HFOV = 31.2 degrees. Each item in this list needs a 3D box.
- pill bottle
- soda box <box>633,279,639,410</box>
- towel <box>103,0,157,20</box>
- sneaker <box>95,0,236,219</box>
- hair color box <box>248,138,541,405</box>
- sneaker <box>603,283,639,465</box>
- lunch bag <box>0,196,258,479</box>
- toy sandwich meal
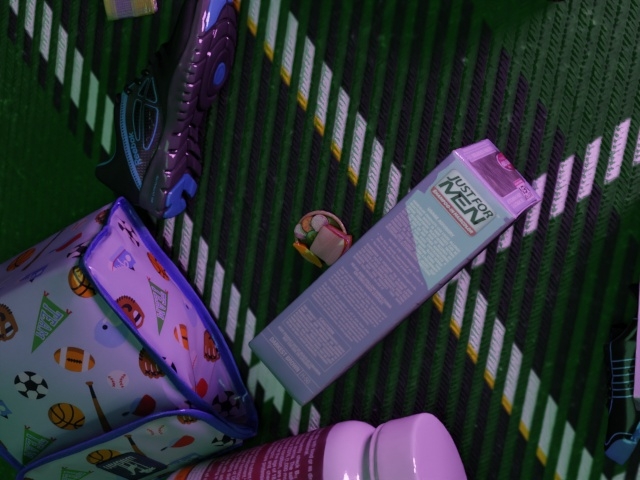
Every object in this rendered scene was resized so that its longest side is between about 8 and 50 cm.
[{"bbox_3d":[-0.009,0.373,1.553,0.392,0.224,0.224,-20,93,22],"label":"pill bottle"},{"bbox_3d":[0.426,0.058,1.348,0.098,0.091,0.286,3,73,19],"label":"soda box"},{"bbox_3d":[-0.271,-0.347,1.631,0.083,0.009,0.060,-7,98,21],"label":"towel"},{"bbox_3d":[-0.219,-0.202,1.578,0.140,0.125,0.340,24,106,16],"label":"sneaker"},{"bbox_3d":[0.097,0.039,1.475,0.374,0.185,0.113,-43,83,21],"label":"hair color box"},{"bbox_3d":[0.394,0.166,1.453,0.091,0.081,0.232,23,100,17],"label":"sneaker"},{"bbox_3d":[-0.316,0.194,1.629,0.328,0.239,0.385,-25,113,21],"label":"lunch bag"},{"bbox_3d":[0.000,0.000,1.586,0.086,0.029,0.085,4,101,19],"label":"toy sandwich meal"}]
